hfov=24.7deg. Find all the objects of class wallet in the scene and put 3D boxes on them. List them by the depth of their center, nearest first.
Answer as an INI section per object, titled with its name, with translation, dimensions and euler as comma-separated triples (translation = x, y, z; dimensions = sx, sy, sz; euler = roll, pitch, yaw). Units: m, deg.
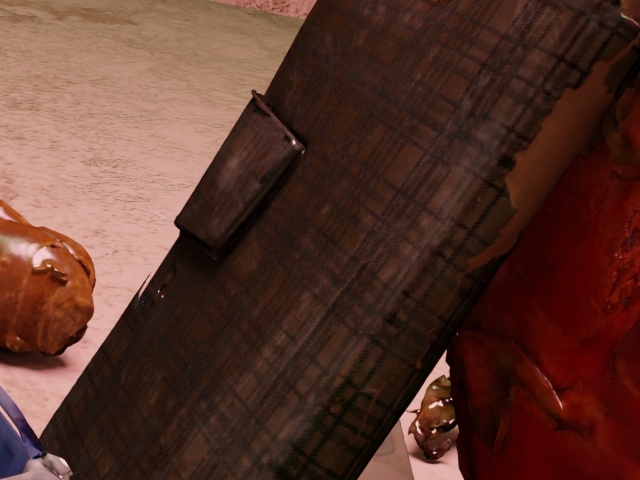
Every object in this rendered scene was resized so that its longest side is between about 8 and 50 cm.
[wallet]
translation = -0.001, 0.000, 0.521
dimensions = 0.044, 0.317, 0.169
euler = 31, 4, -32

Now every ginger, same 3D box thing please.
[ginger]
translation = -0.192, 0.008, 0.774
dimensions = 0.162, 0.073, 0.103
euler = 11, 14, 0

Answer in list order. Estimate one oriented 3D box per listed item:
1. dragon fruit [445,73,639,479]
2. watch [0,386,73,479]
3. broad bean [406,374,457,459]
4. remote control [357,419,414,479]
[dragon fruit]
translation = 0.192, 0.040, 0.549
dimensions = 0.295, 0.302, 0.296
euler = 11, 24, -5
[watch]
translation = -0.222, 0.027, 0.464
dimensions = 0.274, 0.068, 0.276
euler = 44, 13, 31
[broad bean]
translation = 0.198, 0.104, 0.746
dimensions = 0.291, 0.049, 0.144
euler = 17, 39, 16
[remote control]
translation = -0.021, 0.075, 0.728
dimensions = 0.123, 0.038, 0.285
euler = 11, 15, -5
